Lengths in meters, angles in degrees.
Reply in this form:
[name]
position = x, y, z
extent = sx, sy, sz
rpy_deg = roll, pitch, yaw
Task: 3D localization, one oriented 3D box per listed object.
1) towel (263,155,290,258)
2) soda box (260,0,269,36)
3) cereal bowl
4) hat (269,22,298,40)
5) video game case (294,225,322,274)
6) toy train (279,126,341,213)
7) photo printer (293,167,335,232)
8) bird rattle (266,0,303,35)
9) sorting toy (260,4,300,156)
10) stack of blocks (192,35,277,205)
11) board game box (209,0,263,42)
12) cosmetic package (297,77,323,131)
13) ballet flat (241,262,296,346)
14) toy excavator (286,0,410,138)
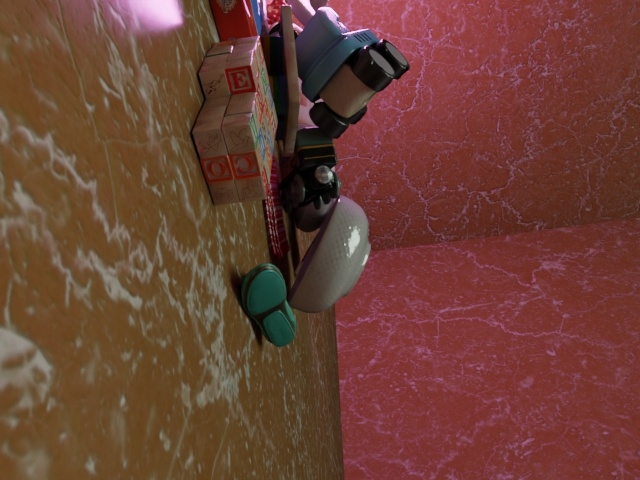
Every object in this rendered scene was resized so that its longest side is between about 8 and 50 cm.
[towel]
position = -0.119, -0.095, 1.315
extent = 0.199, 0.031, 0.275
rpy_deg = -51, 133, -85
[soda box]
position = -0.174, -0.621, 1.301
extent = 0.063, 0.058, 0.183
rpy_deg = 47, 36, -83
[cereal bowl]
position = 0.039, 0.053, 1.380
extent = 0.339, 0.141, 0.339
rpy_deg = -63, -177, 6
[hat]
position = -0.169, -0.542, 1.476
extent = 0.208, 0.183, 0.173
rpy_deg = 8, -67, 50
[video game case]
position = 0.000, 0.000, 1.712
extent = 0.210, 0.042, 0.232
rpy_deg = -59, 180, 19
[toy train]
position = -0.041, -0.189, 1.426
extent = 0.334, 0.142, 0.190
rpy_deg = 156, -75, -74
[photo printer]
position = -0.025, -0.198, 1.722
extent = 0.307, 0.107, 0.256
rpy_deg = 118, -32, -66
[bird rattle]
position = -0.091, -0.660, 1.639
extent = 0.253, 0.143, 0.207
rpy_deg = 42, 47, -20
[sorting toy]
position = -0.112, -0.372, 1.217
extent = 0.255, 0.089, 0.257
rpy_deg = 110, -25, -71
[stack of blocks]
position = -0.138, -0.213, 0.853
extent = 0.297, 0.087, 0.171
rpy_deg = -92, 173, -53
[board game box]
position = -0.184, -0.552, 0.994
extent = 0.242, 0.064, 0.316
rpy_deg = -93, 174, -47
[cosmetic package]
position = -0.063, -0.500, 1.798
extent = 0.153, 0.129, 0.296
rpy_deg = 139, -51, -59
[ballet flat]
position = -0.105, 0.107, 0.938
extent = 0.087, 0.083, 0.247
rpy_deg = 55, -15, 39
[toy excavator]
position = 0.013, -0.548, 1.365
extent = 0.445, 0.222, 0.433
rpy_deg = 46, 33, -4
